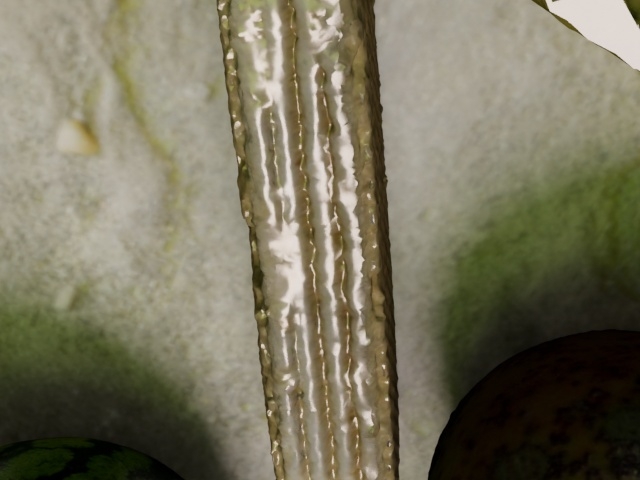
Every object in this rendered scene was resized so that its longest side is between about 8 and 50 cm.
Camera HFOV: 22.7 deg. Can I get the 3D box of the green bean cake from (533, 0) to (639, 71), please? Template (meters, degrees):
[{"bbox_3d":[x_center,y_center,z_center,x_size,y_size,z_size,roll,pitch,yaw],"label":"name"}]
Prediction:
[{"bbox_3d":[0.231,-0.167,0.782,0.236,0.124,0.233,30,128,-14],"label":"green bean cake"}]

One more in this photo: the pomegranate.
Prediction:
[{"bbox_3d":[0.233,0.184,0.946,0.340,0.285,0.285,-5,126,13],"label":"pomegranate"}]

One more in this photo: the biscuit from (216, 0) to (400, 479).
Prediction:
[{"bbox_3d":[0.000,0.000,0.909,0.078,0.144,0.426,-3,125,5],"label":"biscuit"}]

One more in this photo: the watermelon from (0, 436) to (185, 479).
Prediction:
[{"bbox_3d":[-0.175,0.268,1.026,0.285,0.285,0.285,1,126,1],"label":"watermelon"}]
